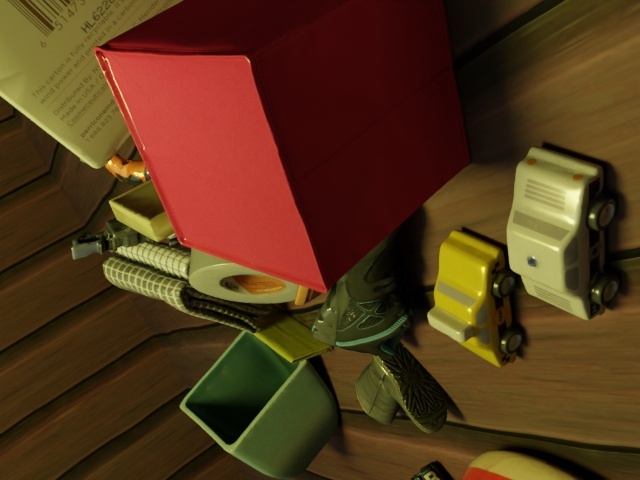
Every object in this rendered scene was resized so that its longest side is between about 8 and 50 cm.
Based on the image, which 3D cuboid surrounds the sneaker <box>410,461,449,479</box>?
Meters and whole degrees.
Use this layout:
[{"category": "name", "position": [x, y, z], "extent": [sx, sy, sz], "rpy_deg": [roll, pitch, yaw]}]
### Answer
[{"category": "sneaker", "position": [0.223, 0.458, 1.348], "extent": [0.121, 0.079, 0.217], "rpy_deg": [57, 158, -4]}]

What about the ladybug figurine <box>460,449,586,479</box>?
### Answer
[{"category": "ladybug figurine", "position": [0.333, 0.455, 1.037], "extent": [0.449, 0.162, 0.305], "rpy_deg": [16, 134, 56]}]

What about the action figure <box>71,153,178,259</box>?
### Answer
[{"category": "action figure", "position": [-0.315, -0.103, 1.389], "extent": [0.330, 0.341, 0.178], "rpy_deg": [44, 140, 28]}]

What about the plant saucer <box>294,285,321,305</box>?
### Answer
[{"category": "plant saucer", "position": [0.000, 0.000, 1.119], "extent": [0.037, 0.200, 0.200], "rpy_deg": [12, 149, -1]}]

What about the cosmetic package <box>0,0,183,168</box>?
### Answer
[{"category": "cosmetic package", "position": [-0.391, -0.376, 1.051], "extent": [0.394, 0.329, 0.327], "rpy_deg": [38, 176, 38]}]

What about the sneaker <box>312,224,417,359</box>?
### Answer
[{"category": "sneaker", "position": [0.086, 0.056, 1.109], "extent": [0.140, 0.125, 0.340], "rpy_deg": [22, 145, 7]}]

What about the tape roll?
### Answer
[{"category": "tape roll", "position": [-0.114, 0.044, 1.307], "extent": [0.219, 0.219, 0.072], "rpy_deg": [125, 150, -65]}]

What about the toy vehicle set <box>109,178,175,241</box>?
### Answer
[{"category": "toy vehicle set", "position": [-0.181, -0.093, 1.197], "extent": [0.166, 0.267, 0.035], "rpy_deg": [23, 138, 53]}]

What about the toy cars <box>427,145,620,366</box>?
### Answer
[{"category": "toy cars", "position": [0.207, 0.048, 0.860], "extent": [0.176, 0.087, 0.393], "rpy_deg": [52, 156, 10]}]

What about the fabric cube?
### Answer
[{"category": "fabric cube", "position": [-0.030, -0.142, 0.817], "extent": [0.254, 0.258, 0.259], "rpy_deg": [17, 136, 43]}]

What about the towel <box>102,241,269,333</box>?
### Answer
[{"category": "towel", "position": [-0.253, 0.087, 1.515], "extent": [0.235, 0.121, 0.284], "rpy_deg": [12, 172, 38]}]

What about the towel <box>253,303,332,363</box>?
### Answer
[{"category": "towel", "position": [-0.086, 0.189, 1.570], "extent": [0.237, 0.102, 0.021], "rpy_deg": [27, 126, 48]}]

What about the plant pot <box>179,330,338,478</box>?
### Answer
[{"category": "plant pot", "position": [-0.105, 0.384, 1.698], "extent": [0.247, 0.248, 0.252], "rpy_deg": [21, 156, 53]}]

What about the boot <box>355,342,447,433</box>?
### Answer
[{"category": "boot", "position": [0.129, 0.276, 1.307], "extent": [0.189, 0.076, 0.208], "rpy_deg": [60, 153, 28]}]
